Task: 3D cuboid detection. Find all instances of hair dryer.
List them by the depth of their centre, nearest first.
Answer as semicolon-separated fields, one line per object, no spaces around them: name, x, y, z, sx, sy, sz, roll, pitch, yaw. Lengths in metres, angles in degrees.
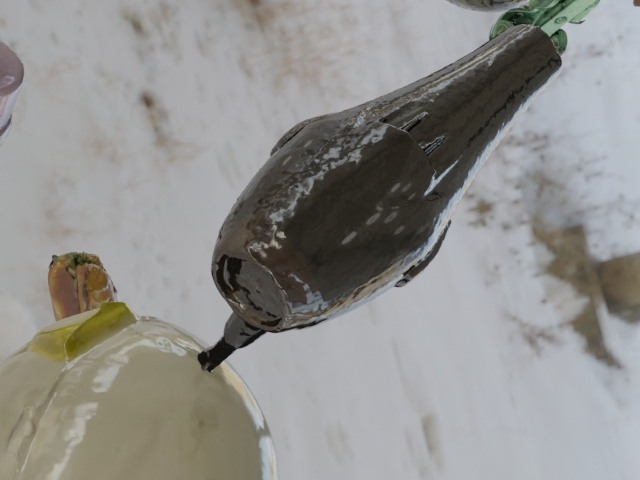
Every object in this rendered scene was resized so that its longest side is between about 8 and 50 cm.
hair dryer;0.000;0.000;1.028;0.120;0.359;0.304;46;53;1

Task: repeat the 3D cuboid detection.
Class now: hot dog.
hot dog;-0.314;0.127;2.050;0.072;0.115;0.269;-31;136;-33

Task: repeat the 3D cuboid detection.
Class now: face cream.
face cream;-0.395;-0.098;1.586;0.096;0.274;0.154;7;48;-25

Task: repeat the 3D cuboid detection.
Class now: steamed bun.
steamed bun;-0.193;0.245;1.263;0.334;0.334;0.374;56;40;-43

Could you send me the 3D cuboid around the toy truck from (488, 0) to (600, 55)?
toy truck;0.227;-0.236;1.403;0.080;0.154;0.078;3;64;-34

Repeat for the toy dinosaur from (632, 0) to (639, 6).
toy dinosaur;0.436;-0.450;1.788;0.097;0.208;0.432;-88;-167;-50

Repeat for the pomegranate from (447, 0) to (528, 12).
pomegranate;0.189;-0.414;1.830;0.276;0.204;0.222;48;-26;5
